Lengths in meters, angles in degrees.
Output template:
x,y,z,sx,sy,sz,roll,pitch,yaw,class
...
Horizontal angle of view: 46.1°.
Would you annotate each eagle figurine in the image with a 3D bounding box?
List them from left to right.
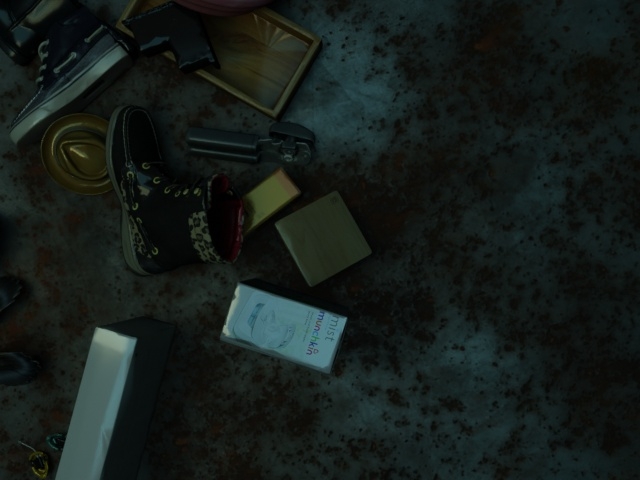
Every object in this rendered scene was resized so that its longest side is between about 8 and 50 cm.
x,y,z,sx,sy,sz,roll,pitch,yaw,class
-0.794,0.232,1.661,0.298,0.225,0.226,-16,133,-26,eagle figurine

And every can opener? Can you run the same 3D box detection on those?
x,y,z,sx,sy,sz,roll,pitch,yaw,class
-0.155,-0.224,1.686,0.284,0.076,0.095,8,57,3,can opener

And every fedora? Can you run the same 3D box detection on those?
x,y,z,sx,sy,sz,roll,pitch,yaw,class
-0.518,-0.187,1.658,0.195,0.079,0.194,-4,103,-16,fedora

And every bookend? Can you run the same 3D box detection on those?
x,y,z,sx,sy,sz,roll,pitch,yaw,class
-0.317,-0.419,1.611,0.156,0.072,0.157,-22,89,3,bookend

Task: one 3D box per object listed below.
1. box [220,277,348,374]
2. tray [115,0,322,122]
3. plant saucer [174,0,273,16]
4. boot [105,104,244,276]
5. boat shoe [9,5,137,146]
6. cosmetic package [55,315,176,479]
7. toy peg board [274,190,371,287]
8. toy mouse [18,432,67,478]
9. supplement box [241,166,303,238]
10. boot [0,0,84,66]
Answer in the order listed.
x,y,z,sx,sy,sz,roll,pitch,yaw,class
-0.065,0.174,1.569,0.231,0.262,0.126,17,90,4,box
-0.223,-0.455,1.680,0.411,0.076,0.202,30,90,2,tray
-0.234,-0.583,1.592,0.332,0.332,0.084,31,135,3,plant saucer
-0.307,-0.111,1.582,0.284,0.138,0.377,-2,93,37,boot
-0.583,-0.368,1.671,0.340,0.127,0.158,-41,90,-8,boat shoe
-0.426,0.358,1.571,0.098,0.284,0.377,15,89,2,cosmetic package
0.000,0.000,1.671,0.161,0.079,0.161,-29,89,-14,toy peg board
-0.581,0.490,1.701,0.143,0.031,0.161,-27,88,2,toy mouse
-0.152,-0.062,1.669,0.233,0.080,0.078,-37,87,0,supplement box
-0.681,-0.545,1.688,0.207,0.094,0.246,-44,94,5,boot
